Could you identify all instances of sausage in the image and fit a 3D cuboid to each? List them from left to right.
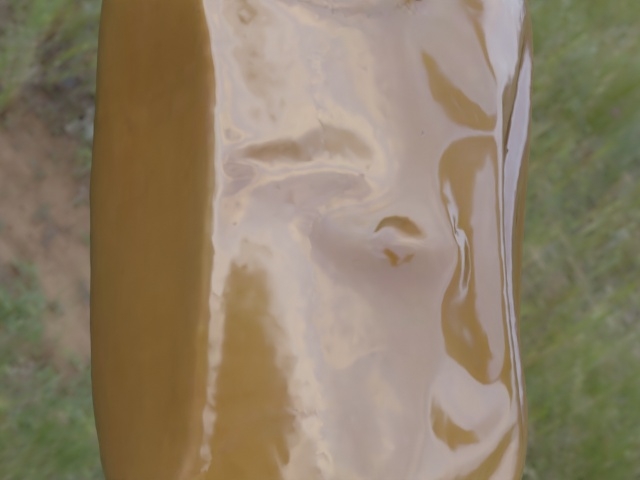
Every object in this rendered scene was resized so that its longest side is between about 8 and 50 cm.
[{"bbox_3d":[0.000,0.000,0.505,0.136,0.120,0.241,9,79,-31],"label":"sausage"}]
